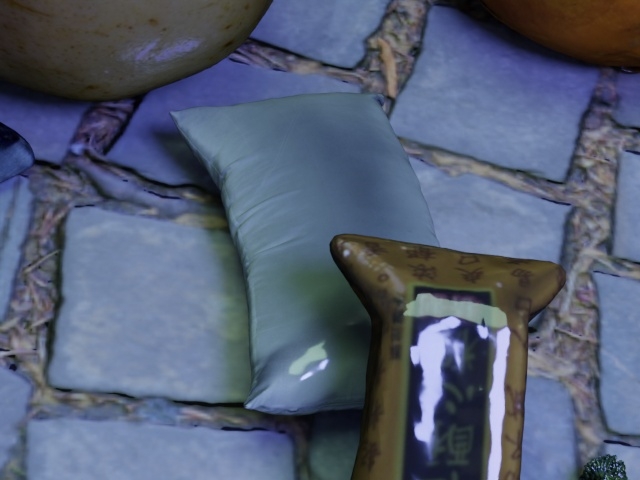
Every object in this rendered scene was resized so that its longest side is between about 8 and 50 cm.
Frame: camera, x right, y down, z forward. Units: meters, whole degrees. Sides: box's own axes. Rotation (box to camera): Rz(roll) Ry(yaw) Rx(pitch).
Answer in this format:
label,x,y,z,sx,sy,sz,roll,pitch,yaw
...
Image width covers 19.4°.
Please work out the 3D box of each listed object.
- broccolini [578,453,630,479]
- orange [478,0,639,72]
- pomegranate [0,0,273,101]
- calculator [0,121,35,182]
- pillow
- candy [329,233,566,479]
label,x,y,z,sx,sy,sz,roll,pitch,yaw
broccolini,0.182,0.175,1.022,0.030,0.035,0.140,-16,52,-17
orange,0.213,-0.257,1.308,0.284,0.226,0.284,8,48,-9
pomegranate,-0.142,-0.240,1.202,0.319,0.319,0.319,4,46,-4
calculator,-0.328,-0.065,1.180,0.268,0.040,0.177,-19,50,-18
pillow,-0.001,0.000,1.130,0.144,0.078,0.254,-6,49,-12
candy,0.065,0.132,0.975,0.143,0.101,0.271,5,75,-2
